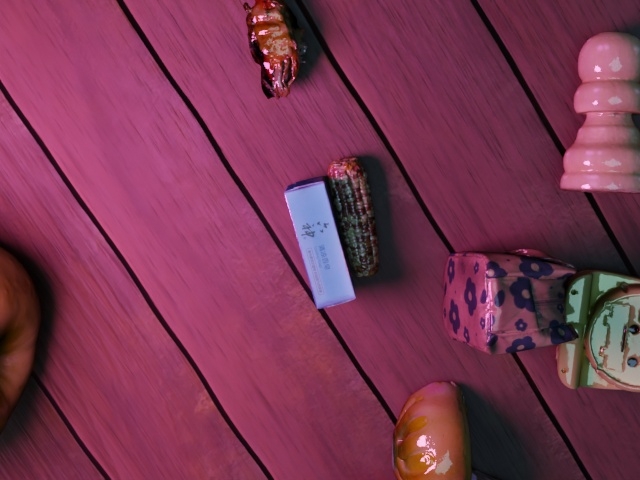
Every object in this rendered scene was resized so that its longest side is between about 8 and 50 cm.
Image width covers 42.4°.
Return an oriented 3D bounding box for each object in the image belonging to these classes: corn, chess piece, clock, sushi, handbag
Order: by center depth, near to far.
[{"bbox_3d":[0.543,-0.238,1.538,0.167,0.167,0.300,3,95,0],"label":"chess piece"},{"bbox_3d":[-0.079,-0.381,1.543,0.097,0.103,0.226,-7,103,28],"label":"sushi"},{"bbox_3d":[0.352,0.108,1.544,0.193,0.251,0.190,1,91,-10],"label":"handbag"},{"bbox_3d":[0.619,0.186,1.591,0.307,0.096,0.235,6,96,15],"label":"clock"},{"bbox_3d":[0.067,-0.045,1.605,0.079,0.079,0.237,-10,101,2],"label":"corn"}]

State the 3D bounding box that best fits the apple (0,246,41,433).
[{"bbox_3d":[-0.742,0.181,1.461,0.473,0.473,0.474,0,99,0],"label":"apple"}]

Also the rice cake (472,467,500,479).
[{"bbox_3d":[0.401,0.567,1.707,0.297,0.050,0.106,26,97,-3],"label":"rice cake"}]

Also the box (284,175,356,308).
[{"bbox_3d":[0.000,0.000,1.574,0.083,0.142,0.232,-17,98,2],"label":"box"}]

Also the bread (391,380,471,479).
[{"bbox_3d":[0.222,0.407,1.626,0.158,0.156,0.261,-2,63,2],"label":"bread"}]
